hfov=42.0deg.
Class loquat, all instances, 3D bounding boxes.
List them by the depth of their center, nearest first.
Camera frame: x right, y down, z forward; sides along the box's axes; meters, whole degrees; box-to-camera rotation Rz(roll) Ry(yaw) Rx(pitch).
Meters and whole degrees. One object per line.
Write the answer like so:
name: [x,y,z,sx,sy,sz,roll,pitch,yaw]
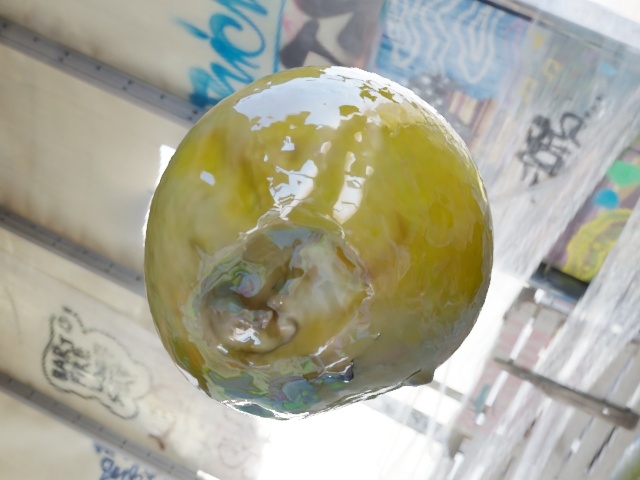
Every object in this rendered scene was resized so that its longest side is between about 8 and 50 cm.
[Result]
loquat: [0.000,0.000,0.553,0.243,0.244,0.244,-63,-8,-16]
